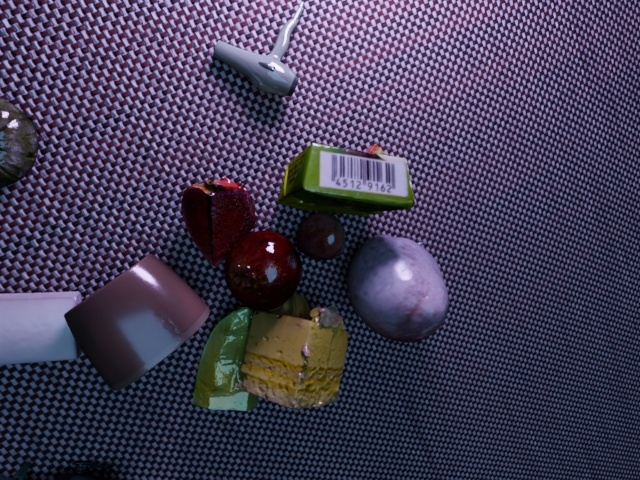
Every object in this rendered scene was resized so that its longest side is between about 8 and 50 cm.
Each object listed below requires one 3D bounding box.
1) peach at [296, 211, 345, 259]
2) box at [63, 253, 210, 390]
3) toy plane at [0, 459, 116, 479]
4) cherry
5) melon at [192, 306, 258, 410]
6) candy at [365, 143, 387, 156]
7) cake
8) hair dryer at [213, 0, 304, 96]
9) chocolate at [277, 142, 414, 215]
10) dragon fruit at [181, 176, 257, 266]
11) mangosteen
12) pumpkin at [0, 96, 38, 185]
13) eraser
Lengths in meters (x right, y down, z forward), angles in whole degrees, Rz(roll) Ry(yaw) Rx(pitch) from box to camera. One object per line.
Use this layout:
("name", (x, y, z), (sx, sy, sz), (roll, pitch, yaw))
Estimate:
("peach", (0.000, 0.000, 1.196), (0.152, 0.152, 0.152), (-3, 101, -17))
("box", (-0.458, 0.187, 1.016), (0.301, 0.301, 0.216), (-39, 103, -8))
("toy plane", (-0.699, 0.679, 1.094), (0.381, 0.155, 0.106), (16, 96, -3))
("cherry", (0.228, 0.136, 1.205), (0.291, 0.335, 0.326), (-24, 83, 4))
("melon", (-0.248, 0.337, 1.185), (0.196, 0.124, 0.324), (8, 94, -24))
("candy", (0.183, -0.234, 1.260), (0.122, 0.038, 0.062), (41, 86, -20))
("cake", (-0.065, 0.293, 1.141), (0.222, 0.227, 0.286), (24, 74, -55))
("hair dryer", (-0.164, -0.530, 1.091), (0.229, 0.092, 0.267), (5, 84, -12))
("chocolate", (0.058, -0.154, 1.112), (0.300, 0.289, 0.137), (7, 86, -18))
("dragon fruit", (-0.276, -0.077, 1.082), (0.189, 0.163, 0.262), (17, 135, 4))
("mangosteen", (-0.141, 0.075, 1.129), (0.215, 0.257, 0.215), (4, 99, 22))
("pumpkin", (-0.756, -0.225, 0.902), (0.223, 0.157, 0.224), (-9, 110, -25))
("eraser", (-0.752, 0.219, 1.018), (0.270, 0.095, 0.174), (1, 100, -17))
